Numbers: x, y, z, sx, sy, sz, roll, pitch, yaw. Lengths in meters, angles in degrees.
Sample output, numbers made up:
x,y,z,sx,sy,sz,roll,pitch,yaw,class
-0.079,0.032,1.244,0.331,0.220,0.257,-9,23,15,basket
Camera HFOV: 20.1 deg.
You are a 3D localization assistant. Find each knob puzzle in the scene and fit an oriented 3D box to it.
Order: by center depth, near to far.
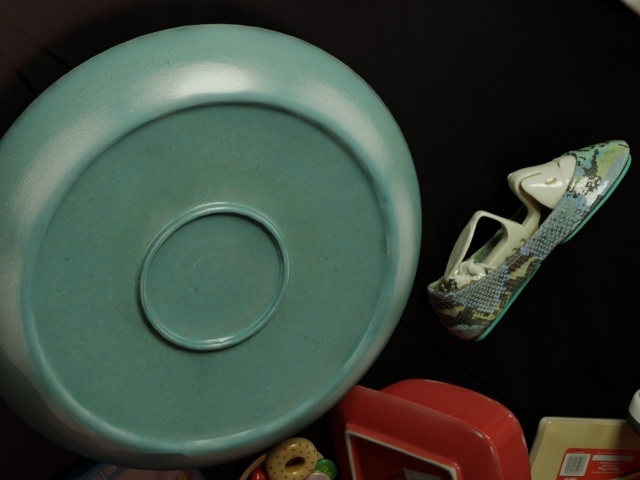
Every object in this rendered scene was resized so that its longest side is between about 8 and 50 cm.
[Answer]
x,y,z,sx,sy,sz,roll,pitch,yaw,class
0.220,0.230,1.478,0.213,0.030,0.213,-12,117,-23,knob puzzle

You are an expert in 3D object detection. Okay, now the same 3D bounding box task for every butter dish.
x,y,z,sx,sy,sz,roll,pitch,yaw,class
0.098,0.163,1.331,0.118,0.160,0.160,-34,127,-38,butter dish

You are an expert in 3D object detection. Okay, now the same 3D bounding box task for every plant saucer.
x,y,z,sx,sy,sz,roll,pitch,yaw,class
-0.073,0.018,1.172,0.318,0.043,0.317,-9,116,-19,plant saucer

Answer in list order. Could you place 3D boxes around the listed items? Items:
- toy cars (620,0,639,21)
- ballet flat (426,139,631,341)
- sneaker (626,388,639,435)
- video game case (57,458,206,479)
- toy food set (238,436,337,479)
x,y,z,sx,sy,sz,roll,pitch,yaw,class
0.236,-0.248,1.140,0.177,0.087,0.393,-12,143,-6,toy cars
0.147,-0.012,1.310,0.188,0.070,0.070,-51,125,-2,ballet flat
0.383,0.079,1.432,0.296,0.124,0.178,-4,119,-35,sneaker
-0.126,0.215,1.299,0.119,0.015,0.166,-34,123,-9,video game case
-0.025,0.188,1.335,0.083,0.020,0.082,-44,125,-4,toy food set
